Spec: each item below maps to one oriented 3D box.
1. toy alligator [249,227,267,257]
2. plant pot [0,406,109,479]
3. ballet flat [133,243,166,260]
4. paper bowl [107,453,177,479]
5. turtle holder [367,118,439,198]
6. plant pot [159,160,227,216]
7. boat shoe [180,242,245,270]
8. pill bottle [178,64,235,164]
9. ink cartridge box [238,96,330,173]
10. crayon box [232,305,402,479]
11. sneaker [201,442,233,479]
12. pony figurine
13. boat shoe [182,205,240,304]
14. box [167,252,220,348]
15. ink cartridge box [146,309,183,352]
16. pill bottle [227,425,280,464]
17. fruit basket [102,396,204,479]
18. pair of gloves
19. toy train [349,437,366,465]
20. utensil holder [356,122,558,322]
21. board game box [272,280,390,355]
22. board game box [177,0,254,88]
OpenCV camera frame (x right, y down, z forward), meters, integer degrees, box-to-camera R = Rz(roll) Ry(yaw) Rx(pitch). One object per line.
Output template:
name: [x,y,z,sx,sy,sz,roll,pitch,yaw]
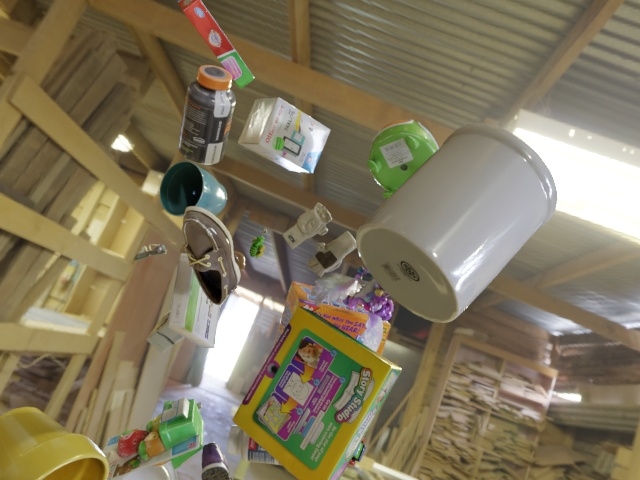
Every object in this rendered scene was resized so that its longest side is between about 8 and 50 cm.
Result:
toy alligator: [-0.263,0.018,2.105,0.056,0.051,0.190,46,-39,20]
plant pot: [-0.668,0.525,1.182,0.239,0.254,0.254,33,-8,28]
ballet flat: [-0.542,0.034,1.611,0.114,0.041,0.041,-14,-24,11]
paper bowl: [-0.641,0.874,1.784,0.284,0.285,0.148,29,-32,-25]
turtle holder: [0.319,-0.278,1.767,0.320,0.228,0.243,30,-51,-12]
plant pot: [-0.615,-0.230,2.553,0.271,0.272,0.255,15,-2,27]
boat shoe: [-0.501,0.081,2.301,0.123,0.124,0.341,-9,-15,38]
pill bottle: [-0.302,-0.339,1.369,0.130,0.130,0.246,22,-52,0]
ink cartridge box: [-0.146,-0.417,2.033,0.270,0.198,0.197,24,-3,-36]
crayon box: [-0.014,0.411,1.352,0.313,0.363,0.106,29,-3,28]
sneaker: [-0.341,0.792,1.723,0.107,0.284,0.124,-9,37,-13]
pony figurine: [0.182,0.172,1.690,0.303,0.363,0.351,53,28,2]
boat shoe: [-0.294,0.047,1.344,0.116,0.097,0.325,10,-38,15]
box: [-0.394,0.204,1.649,0.058,0.233,0.322,2,-23,5]
ink cartridge box: [-0.547,0.317,1.946,0.208,0.153,0.087,-35,-73,29]
pill bottle: [-0.180,0.602,1.515,0.179,0.108,0.108,5,-15,1]
fruit basket: [-0.580,0.672,1.732,0.352,0.166,0.327,-13,9,-9]
pair of gloves: [0.000,0.000,1.935,0.240,0.204,0.042,47,7,7]
toy train: [0.031,0.696,1.817,0.247,0.105,0.143,16,-29,26]
utensil holder: [0.323,-0.040,1.237,0.327,0.385,0.328,39,-24,21]
board game box: [0.020,0.408,2.024,0.355,0.357,0.356,15,6,-9]
board game box: [-0.364,-0.696,1.724,0.316,0.064,0.242,51,5,-45]
